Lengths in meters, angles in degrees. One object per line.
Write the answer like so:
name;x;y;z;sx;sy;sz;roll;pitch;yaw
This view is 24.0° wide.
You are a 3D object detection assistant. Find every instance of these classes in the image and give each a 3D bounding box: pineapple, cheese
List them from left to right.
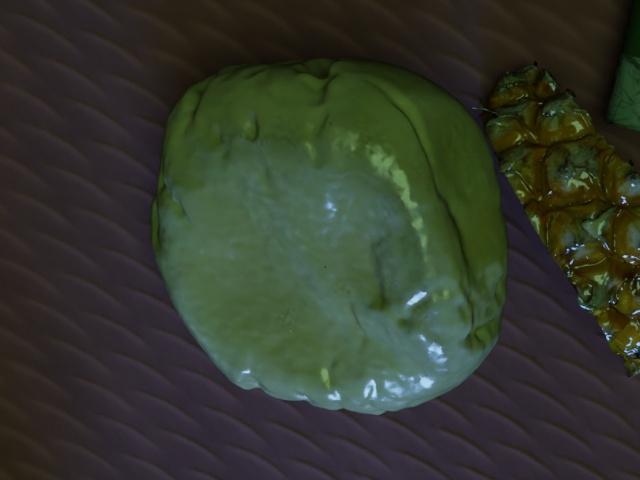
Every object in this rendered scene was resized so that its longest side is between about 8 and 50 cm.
cheese;0.000;0.000;0.902;0.214;0.117;0.226;-3;109;27
pineapple;0.177;0.000;0.928;0.079;0.135;0.233;-37;103;4

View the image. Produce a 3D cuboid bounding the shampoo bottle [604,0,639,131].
shampoo bottle;0.231;-0.167;0.938;0.065;0.065;0.204;11;100;-6
